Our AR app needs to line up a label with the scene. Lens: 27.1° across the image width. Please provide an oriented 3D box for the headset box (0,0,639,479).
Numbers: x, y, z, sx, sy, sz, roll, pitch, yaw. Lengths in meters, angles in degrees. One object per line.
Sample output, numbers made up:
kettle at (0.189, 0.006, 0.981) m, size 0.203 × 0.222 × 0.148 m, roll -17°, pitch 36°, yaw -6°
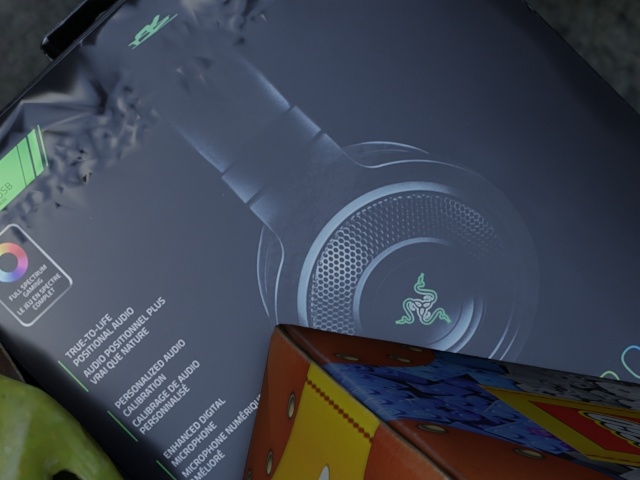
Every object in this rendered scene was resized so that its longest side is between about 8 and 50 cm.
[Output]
headset box at (0.000, 0.000, 0.570) m, size 0.246 × 0.131 × 0.283 m, roll -44°, pitch 89°, yaw -7°

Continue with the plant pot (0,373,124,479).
plant pot at (-0.188, 0.157, 0.420) m, size 0.254 × 0.276 × 0.276 m, roll -36°, pitch 87°, yaw 38°

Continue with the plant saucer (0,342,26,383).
plant saucer at (-0.181, 0.064, 0.541) m, size 0.168 × 0.168 × 0.029 m, roll 46°, pitch 48°, yaw 1°

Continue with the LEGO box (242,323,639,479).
LEGO box at (0.127, 0.315, 0.439) m, size 0.372 × 0.193 × 0.500 m, roll 11°, pitch 95°, yaw -17°
